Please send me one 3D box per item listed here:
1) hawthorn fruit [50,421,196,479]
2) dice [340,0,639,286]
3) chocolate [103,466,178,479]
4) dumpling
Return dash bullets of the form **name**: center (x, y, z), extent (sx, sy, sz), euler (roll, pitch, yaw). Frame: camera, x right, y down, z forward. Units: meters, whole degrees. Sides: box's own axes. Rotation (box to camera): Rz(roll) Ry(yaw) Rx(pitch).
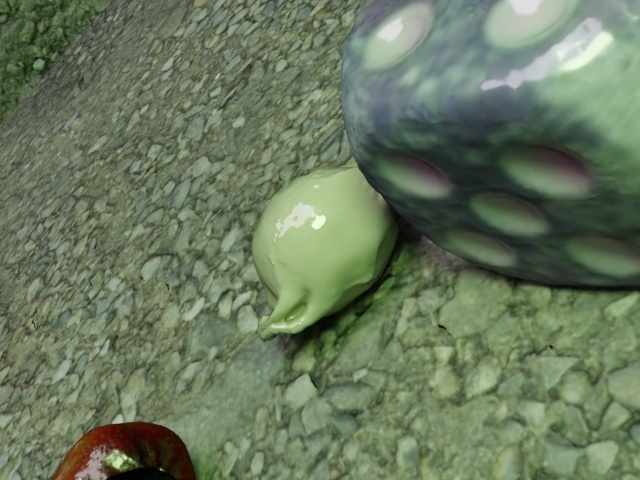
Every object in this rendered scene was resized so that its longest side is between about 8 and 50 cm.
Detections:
- **hawthorn fruit**: center (-0.227, 0.283, 0.796), extent (0.194, 0.157, 0.157), euler (-34, 40, 28)
- **dice**: center (0.202, -0.134, 0.635), extent (0.271, 0.270, 0.270), euler (4, 61, 45)
- **chocolate**: center (-0.127, 0.348, 0.614), extent (0.284, 0.186, 0.283), euler (-32, 37, 28)
- **dumpling**: center (0.000, 0.000, 0.840), extent (0.258, 0.147, 0.193), euler (-61, 8, -7)
